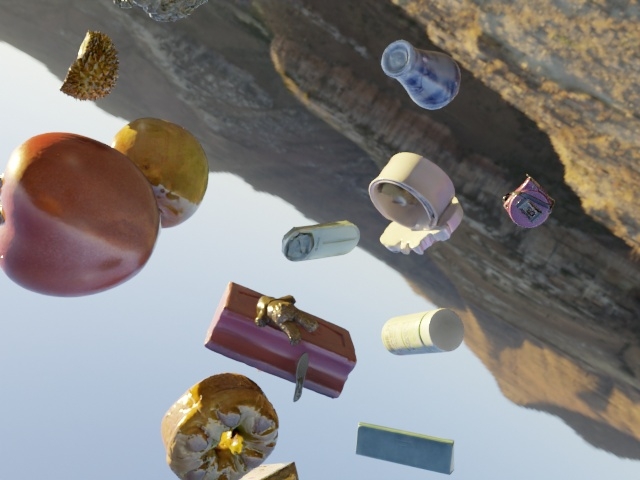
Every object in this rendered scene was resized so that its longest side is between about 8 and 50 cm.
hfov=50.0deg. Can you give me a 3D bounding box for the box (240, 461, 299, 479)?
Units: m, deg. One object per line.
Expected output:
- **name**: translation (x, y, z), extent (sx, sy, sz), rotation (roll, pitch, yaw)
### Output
- **box**: translation (-0.316, 0.834, 2.193), extent (0.373, 0.138, 0.420), rotation (-14, 172, 23)

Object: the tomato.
- **tomato**: translation (-0.458, -0.043, 1.312), extent (0.321, 0.321, 0.321), rotation (31, -174, -3)

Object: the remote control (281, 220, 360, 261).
- **remote control**: translation (0.000, 0.000, 1.908), extent (0.247, 0.104, 0.052), rotation (-7, -146, -32)

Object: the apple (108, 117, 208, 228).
- **apple**: translation (-0.492, -0.191, 2.062), extent (0.319, 0.319, 0.277), rotation (27, -138, -36)

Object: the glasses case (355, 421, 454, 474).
- **glasses case**: translation (0.227, 0.570, 1.864), extent (0.266, 0.105, 0.056), rotation (5, -155, 22)

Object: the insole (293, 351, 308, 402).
- **insole**: translation (-0.045, 0.314, 1.570), extent (0.002, 0.135, 0.045), rotation (24, -155, 31)

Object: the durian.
- **durian**: translation (-0.666, -0.511, 2.048), extent (0.138, 0.249, 0.183), rotation (-1, 149, 8)

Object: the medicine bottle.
- **medicine bottle**: translation (0.205, 0.189, 1.398), extent (0.086, 0.086, 0.183), rotation (30, 159, -17)

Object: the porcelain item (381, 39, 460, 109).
- **porcelain item**: translation (0.254, -0.409, 1.688), extent (0.141, 0.141, 0.259), rotation (35, -166, 37)

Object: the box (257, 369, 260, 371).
- **box**: translation (-0.151, 0.359, 2.190), extent (0.060, 0.111, 0.156), rotation (-14, 178, -42)

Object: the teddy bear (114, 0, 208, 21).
- **teddy bear**: translation (-0.452, -0.785, 1.956), extent (0.367, 0.357, 0.224), rotation (44, 162, 36)

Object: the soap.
- **soap**: translation (-0.100, 0.250, 1.742), extent (0.360, 0.128, 0.233), rotation (24, -170, -9)

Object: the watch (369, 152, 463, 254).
- **watch**: translation (0.221, -0.094, 1.782), extent (0.231, 0.196, 0.244), rotation (48, 154, -24)

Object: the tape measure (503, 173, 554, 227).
- **tape measure**: translation (0.566, -0.099, 1.869), extent (0.125, 0.118, 0.074), rotation (42, -157, 6)

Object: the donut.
- **donut**: translation (-0.182, 0.351, 1.257), extent (0.227, 0.226, 0.114), rotation (27, -171, -40)

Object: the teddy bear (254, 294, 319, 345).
- **teddy bear**: translation (-0.091, 0.171, 1.601), extent (0.160, 0.119, 0.078), rotation (26, 141, 36)
